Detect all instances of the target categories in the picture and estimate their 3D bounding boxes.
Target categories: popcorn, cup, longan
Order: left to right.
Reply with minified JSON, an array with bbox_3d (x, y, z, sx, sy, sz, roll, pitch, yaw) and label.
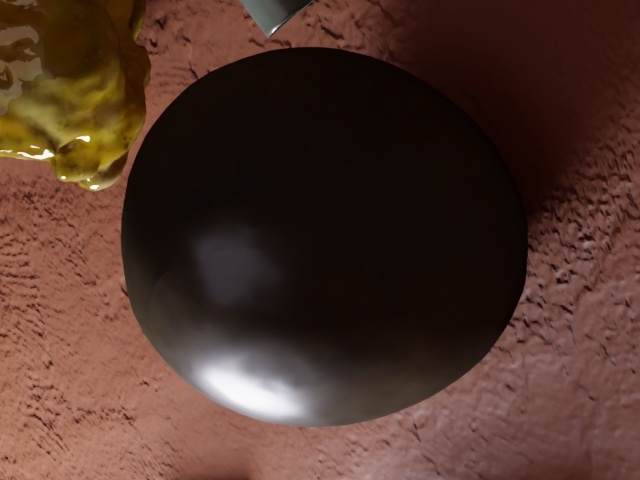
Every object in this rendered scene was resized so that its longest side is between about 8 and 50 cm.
[{"bbox_3d":[-0.221,-0.167,1.322,0.191,0.190,0.253,4,98,16],"label":"popcorn"},{"bbox_3d":[-0.039,-0.192,1.189,0.054,0.075,0.083,-37,95,24],"label":"cup"},{"bbox_3d":[0.000,0.000,1.092,0.258,0.258,0.258,19,118,43],"label":"longan"}]
